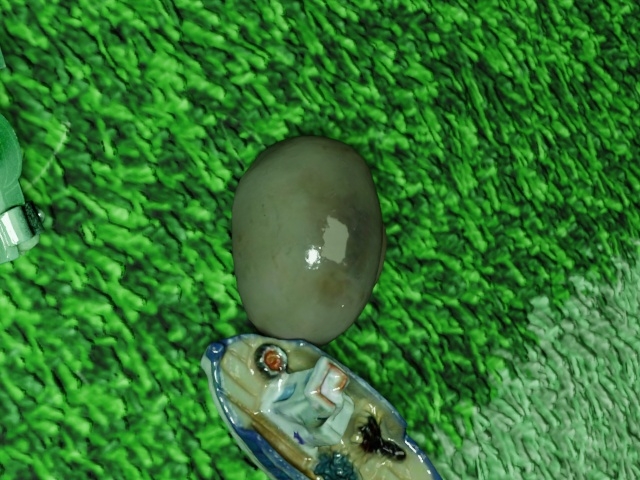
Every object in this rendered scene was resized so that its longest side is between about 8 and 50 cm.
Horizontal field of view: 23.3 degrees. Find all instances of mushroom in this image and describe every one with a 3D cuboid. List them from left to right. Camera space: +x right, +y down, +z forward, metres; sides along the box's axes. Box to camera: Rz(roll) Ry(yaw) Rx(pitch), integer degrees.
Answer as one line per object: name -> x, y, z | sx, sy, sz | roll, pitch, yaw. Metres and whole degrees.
mushroom -> 0.000, 0.000, 1.327 | 0.141, 0.117, 0.188 | 3, 84, -27

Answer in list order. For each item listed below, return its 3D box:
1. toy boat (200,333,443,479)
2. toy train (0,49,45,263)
toy boat -> 0.014, 0.160, 1.297 | 0.262, 0.115, 0.114 | 43, 59, -26
toy train -> -0.264, -0.059, 1.143 | 0.104, 0.071, 0.178 | -22, 95, -50
